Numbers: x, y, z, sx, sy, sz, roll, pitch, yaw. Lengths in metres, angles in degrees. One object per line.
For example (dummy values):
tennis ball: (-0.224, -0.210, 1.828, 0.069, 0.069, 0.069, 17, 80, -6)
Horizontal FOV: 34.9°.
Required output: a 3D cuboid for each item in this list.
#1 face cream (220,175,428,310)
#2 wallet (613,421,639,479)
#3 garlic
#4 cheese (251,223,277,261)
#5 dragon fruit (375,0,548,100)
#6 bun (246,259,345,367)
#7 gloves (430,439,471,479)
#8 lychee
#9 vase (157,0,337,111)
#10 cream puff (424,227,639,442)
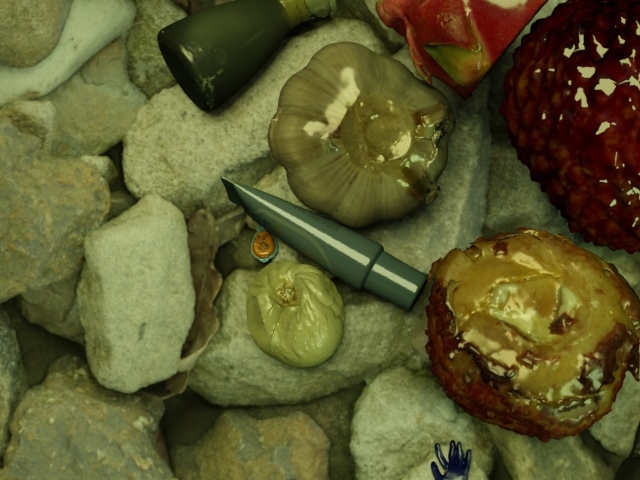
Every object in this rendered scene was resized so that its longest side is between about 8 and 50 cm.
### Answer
face cream: (0.000, 0.000, 1.739, 0.385, 0.135, 0.086, 29, 78, 10)
wallet: (0.568, 0.344, 1.514, 0.247, 0.041, 0.323, 9, 60, 42)
garlic: (0.066, -0.176, 1.734, 0.321, 0.241, 0.322, 4, 65, -8)
cheese: (-0.101, -0.010, 1.813, 0.047, 0.017, 0.111, -4, 61, -1)
dragon fruit: (0.236, -0.397, 1.654, 0.225, 0.305, 0.305, 40, 78, 3)
bun: (-0.044, 0.118, 1.702, 0.164, 0.111, 0.188, -11, 71, 7)
gloves: (0.206, 0.358, 1.614, 0.064, 0.026, 0.086, 5, 70, 13)
lychee: (0.482, -0.225, 1.587, 0.424, 0.424, 0.500, -11, 98, 4)
vase: (-0.128, -0.391, 1.900, 0.321, 0.173, 0.173, -34, 67, -13)
cream puff: (0.322, 0.153, 1.570, 0.350, 0.229, 0.351, -1, 55, 1)
